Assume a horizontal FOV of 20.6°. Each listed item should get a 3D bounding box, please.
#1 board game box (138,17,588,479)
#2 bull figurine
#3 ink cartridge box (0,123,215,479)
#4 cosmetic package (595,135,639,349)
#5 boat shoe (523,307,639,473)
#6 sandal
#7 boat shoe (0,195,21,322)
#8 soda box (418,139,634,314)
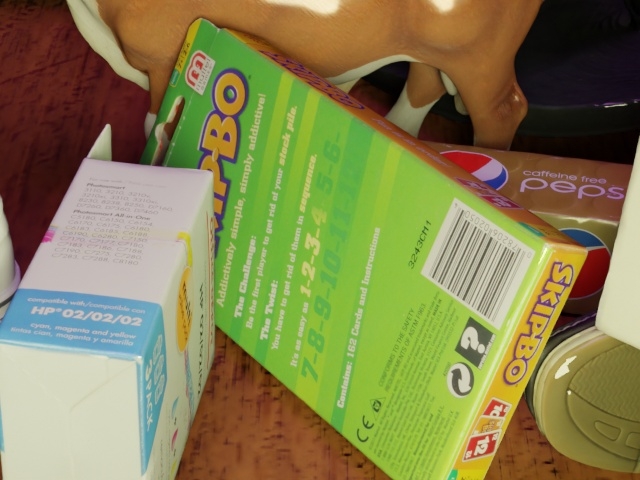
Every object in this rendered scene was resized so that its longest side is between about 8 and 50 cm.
[{"bbox_3d":[0.000,0.000,0.801,0.039,0.124,0.259,7,22,-46],"label":"board game box"},{"bbox_3d":[-0.031,-0.115,0.922,0.310,0.188,0.101,2,31,0],"label":"bull figurine"},{"bbox_3d":[-0.083,0.036,0.755,0.061,0.104,0.181,6,32,5],"label":"ink cartridge box"},{"bbox_3d":[0.272,0.015,0.639,0.296,0.129,0.153,24,29,29],"label":"cosmetic package"},{"bbox_3d":[0.178,0.045,0.790,0.223,0.080,0.073,-11,27,-26],"label":"boat shoe"},{"bbox_3d":[0.058,-0.174,1.063,0.446,0.107,0.167,21,57,34],"label":"sandal"},{"bbox_3d":[-0.253,-0.014,0.769,0.258,0.084,0.095,7,33,6],"label":"boat shoe"},{"bbox_3d":[0.099,-0.006,0.878,0.181,0.058,0.061,7,32,8],"label":"soda box"}]
